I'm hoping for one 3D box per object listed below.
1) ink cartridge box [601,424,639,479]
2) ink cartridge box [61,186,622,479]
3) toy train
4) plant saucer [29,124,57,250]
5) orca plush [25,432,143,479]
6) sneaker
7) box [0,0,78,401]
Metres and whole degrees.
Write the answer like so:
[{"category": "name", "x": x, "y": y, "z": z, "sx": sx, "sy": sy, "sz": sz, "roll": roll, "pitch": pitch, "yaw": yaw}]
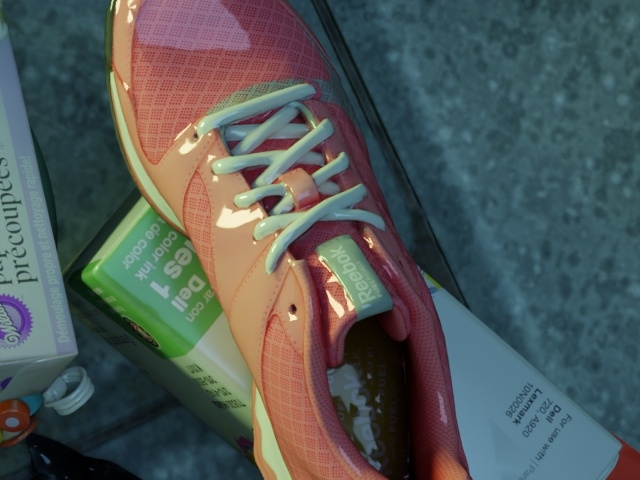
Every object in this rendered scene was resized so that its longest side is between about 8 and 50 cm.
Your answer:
[{"category": "ink cartridge box", "x": 0.195, "y": 0.262, "z": 1.057, "sx": 0.189, "sy": 0.066, "sz": 0.232, "roll": 36, "pitch": 80, "yaw": -10}, {"category": "ink cartridge box", "x": 0.000, "y": 0.071, "z": 0.941, "sx": 0.278, "sy": 0.201, "sz": 0.117, "roll": 41, "pitch": 76, "yaw": -9}, {"category": "toy train", "x": -0.195, "y": 0.133, "z": 0.933, "sx": 0.166, "sy": 0.125, "sz": 0.046, "roll": -46, "pitch": 131, "yaw": -20}, {"category": "plant saucer", "x": -0.291, "y": -0.025, "z": 0.898, "sx": 0.317, "sy": 0.044, "sz": 0.318, "roll": 10, "pitch": 63, "yaw": -20}, {"category": "orca plush", "x": -0.167, "y": 0.247, "z": 0.912, "sx": 0.151, "sy": 0.102, "sz": 0.287, "roll": 49, "pitch": 61, "yaw": -23}, {"category": "sneaker", "x": 0.001, "y": 0.000, "z": 0.771, "sx": 0.116, "sy": 0.136, "sz": 0.314, "roll": -23, "pitch": 91, "yaw": -16}, {"category": "box", "x": -0.198, "y": -0.075, "z": 0.901, "sx": 0.063, "sy": 0.067, "sz": 0.324, "roll": -5, "pitch": 69, "yaw": -27}]
